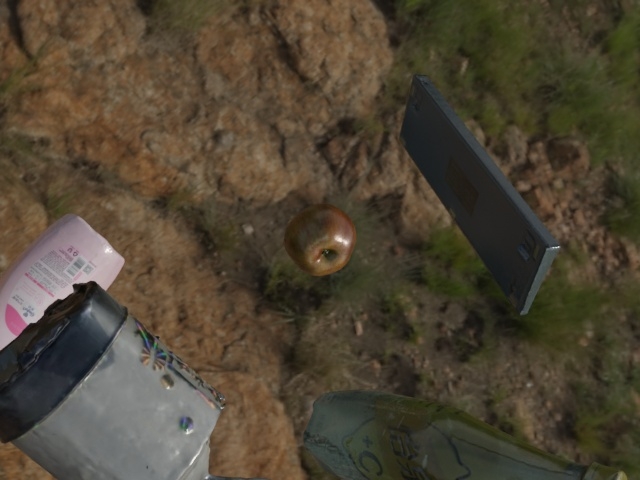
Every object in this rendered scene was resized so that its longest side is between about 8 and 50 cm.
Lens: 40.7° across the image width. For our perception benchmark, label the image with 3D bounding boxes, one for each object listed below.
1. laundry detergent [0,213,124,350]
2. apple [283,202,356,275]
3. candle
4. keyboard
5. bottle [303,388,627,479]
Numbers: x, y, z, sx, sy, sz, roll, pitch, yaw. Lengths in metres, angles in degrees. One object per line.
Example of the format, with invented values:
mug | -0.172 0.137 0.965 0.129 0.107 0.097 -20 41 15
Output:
laundry detergent | -0.489 0.116 1.459 0.335 0.088 0.159 -50 123 -12
apple | 0.003 0.000 1.456 0.126 0.126 0.102 14 27 -32
candle | -0.200 0.199 0.929 0.330 0.187 0.187 45 56 -17
keyboard | 0.092 -0.035 0.536 0.014 0.055 0.176 -5 43 -22
bottle | 0.109 0.177 0.698 0.083 0.269 0.083 -9 102 -51
